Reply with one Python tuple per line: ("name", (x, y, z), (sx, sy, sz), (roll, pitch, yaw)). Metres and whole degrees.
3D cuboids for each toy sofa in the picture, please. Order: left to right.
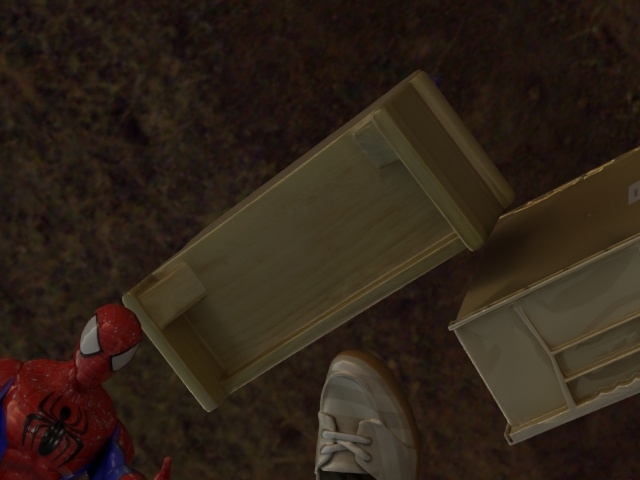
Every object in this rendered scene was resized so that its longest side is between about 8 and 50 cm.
("toy sofa", (0.000, 0.000, 1.082), (0.362, 0.177, 0.150), (-34, 96, 28))

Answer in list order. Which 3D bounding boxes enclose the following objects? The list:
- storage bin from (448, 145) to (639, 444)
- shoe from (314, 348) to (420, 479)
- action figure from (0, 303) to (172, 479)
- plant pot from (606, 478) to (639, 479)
("storage bin", (0.270, 0.024, 1.010), (0.260, 0.262, 0.123), (-28, 101, 25))
("shoe", (0.038, 0.194, 0.882), (0.076, 0.058, 0.219), (-2, 105, 30))
("action figure", (-0.149, 0.149, 0.457), (0.091, 0.280, 0.139), (33, 170, -15))
("plant pot", (0.330, 0.432, 1.169), (0.275, 0.243, 0.275), (20, 132, 24))
